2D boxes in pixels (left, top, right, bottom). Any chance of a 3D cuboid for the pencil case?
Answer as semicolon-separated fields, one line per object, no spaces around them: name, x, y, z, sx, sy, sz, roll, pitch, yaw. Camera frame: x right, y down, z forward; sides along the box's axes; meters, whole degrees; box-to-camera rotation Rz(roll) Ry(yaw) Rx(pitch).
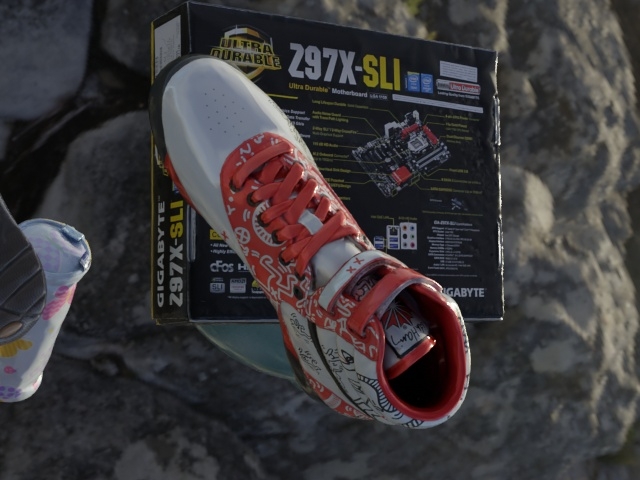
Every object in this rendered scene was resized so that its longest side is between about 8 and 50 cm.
pencil case;-0.405;0.098;1.456;0.113;0.273;0.124;26;31;-6

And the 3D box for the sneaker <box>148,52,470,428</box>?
sneaker;0.001;0.000;0.659;0.090;0.145;0.270;-35;110;-24

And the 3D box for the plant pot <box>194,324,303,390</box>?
plant pot;-0.008;0.053;1.248;0.196;0.293;0.293;56;34;-20

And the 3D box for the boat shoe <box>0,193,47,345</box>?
boat shoe;-0.355;-0.057;0.956;0.123;0.116;0.324;-23;106;-31

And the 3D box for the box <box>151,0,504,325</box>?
box;0.015;-0.054;0.926;0.322;0.079;0.257;2;83;-31
